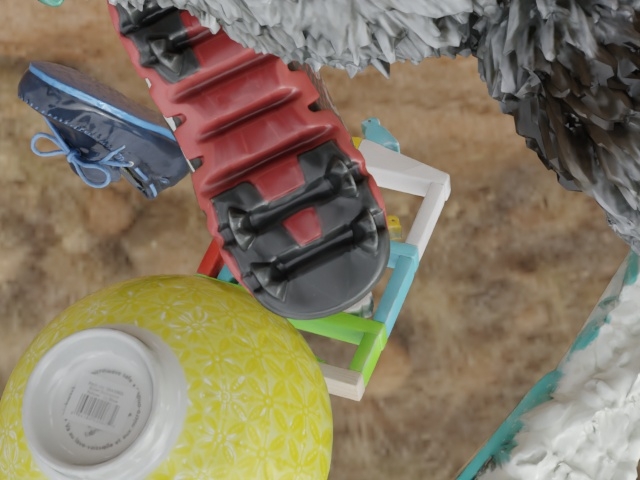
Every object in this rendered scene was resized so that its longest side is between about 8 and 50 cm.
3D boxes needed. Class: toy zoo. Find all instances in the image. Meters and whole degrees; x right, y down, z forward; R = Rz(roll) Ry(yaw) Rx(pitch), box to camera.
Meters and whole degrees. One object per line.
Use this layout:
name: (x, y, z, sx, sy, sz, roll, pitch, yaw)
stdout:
toy zoo: (0.000, 0.000, 1.427, 0.192, 0.293, 0.030, 14, 147, 18)

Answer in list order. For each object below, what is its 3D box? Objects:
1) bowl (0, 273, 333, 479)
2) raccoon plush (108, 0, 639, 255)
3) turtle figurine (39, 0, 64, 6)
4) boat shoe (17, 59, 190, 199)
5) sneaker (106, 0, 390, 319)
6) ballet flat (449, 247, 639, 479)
bowl: (-0.149, 0.145, 1.196, 0.289, 0.289, 0.156, -15, 154, 13)
raccoon plush: (-0.045, -0.114, 0.528, 0.299, 0.446, 0.216, -28, 149, -25)
turtle figurine: (-0.236, -0.212, 1.008, 0.175, 0.118, 0.234, -24, 163, -7)
boat shoe: (-0.194, -0.087, 1.408, 0.089, 0.109, 0.258, -54, 147, 5)
sneaker: (-0.047, -0.089, 0.831, 0.097, 0.276, 0.135, -23, -179, -2)
ballet flat: (0.198, 0.074, 0.883, 0.147, 0.409, 0.147, 34, 161, 13)
